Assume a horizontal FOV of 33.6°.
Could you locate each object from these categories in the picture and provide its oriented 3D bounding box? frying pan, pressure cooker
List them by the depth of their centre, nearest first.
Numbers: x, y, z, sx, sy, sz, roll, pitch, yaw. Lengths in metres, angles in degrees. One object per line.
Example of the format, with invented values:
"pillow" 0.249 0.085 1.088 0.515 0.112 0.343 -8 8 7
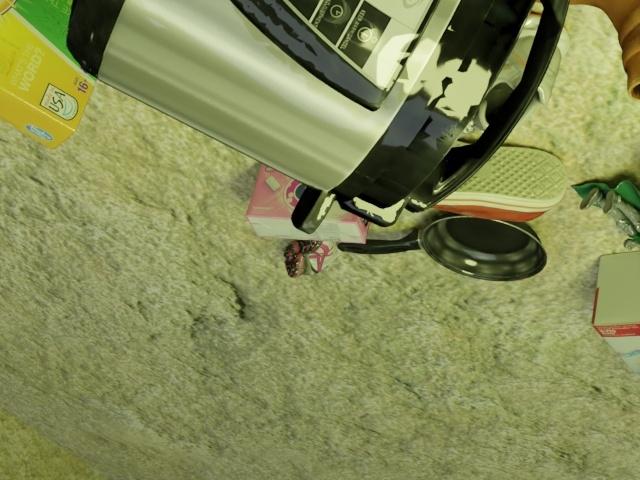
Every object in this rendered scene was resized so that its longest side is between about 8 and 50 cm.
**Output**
"pressure cooker" 0.024 -0.239 0.990 0.420 0.376 0.370 27 139 -12
"frying pan" 0.209 0.015 1.696 0.326 0.053 0.197 -11 142 43

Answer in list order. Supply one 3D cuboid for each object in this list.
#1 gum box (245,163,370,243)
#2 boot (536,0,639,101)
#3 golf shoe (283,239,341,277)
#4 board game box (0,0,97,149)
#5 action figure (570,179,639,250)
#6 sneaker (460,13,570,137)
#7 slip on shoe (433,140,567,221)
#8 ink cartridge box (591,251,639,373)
"gum box" -0.006 -0.060 1.604 0.188 0.107 0.062 4 150 20
"boot" 0.314 -0.219 1.043 0.283 0.220 0.109 2 149 23
"golf shoe" 0.000 0.000 1.772 0.086 0.068 0.186 -7 157 -22
"board game box" -0.397 -0.289 1.242 0.316 0.242 0.064 31 147 -28
"action figure" 0.469 -0.007 1.498 0.232 0.063 0.137 30 176 -26
"sneaker" 0.193 -0.169 1.298 0.099 0.121 0.262 25 150 -17
"slip on shoe" 0.170 -0.087 1.471 0.331 0.123 0.101 9 156 1
"ink cartridge box" 0.518 0.113 1.640 0.127 0.128 0.176 -9 143 37
